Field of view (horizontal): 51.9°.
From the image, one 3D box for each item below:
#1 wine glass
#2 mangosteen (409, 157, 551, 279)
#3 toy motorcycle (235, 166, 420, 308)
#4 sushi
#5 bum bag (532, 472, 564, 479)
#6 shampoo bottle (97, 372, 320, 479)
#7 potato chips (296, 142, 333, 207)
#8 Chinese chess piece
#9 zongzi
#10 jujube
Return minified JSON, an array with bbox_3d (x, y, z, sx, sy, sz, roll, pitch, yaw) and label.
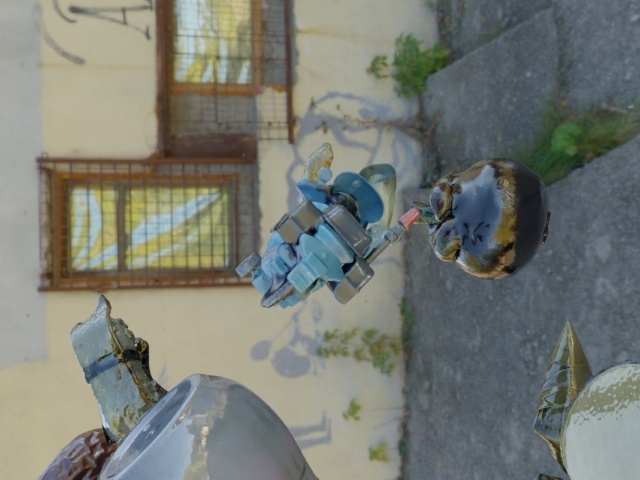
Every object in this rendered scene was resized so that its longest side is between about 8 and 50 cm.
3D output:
[{"bbox_3d":[0.115,-0.067,1.263,0.073,0.073,0.155,-106,5,-53],"label":"wine glass"},{"bbox_3d":[0.348,-0.049,1.421,0.233,0.287,0.287,30,-134,-51],"label":"mangosteen"},{"bbox_3d":[0.000,0.000,0.727,0.123,0.182,0.272,47,178,-7],"label":"toy motorcycle"},{"bbox_3d":[-0.353,0.218,1.123,0.109,0.134,0.273,52,-160,-82],"label":"sushi"},{"bbox_3d":[0.511,0.671,1.599,0.102,0.248,0.069,41,162,8],"label":"bum bag"},{"bbox_3d":[-0.156,0.356,0.955,0.266,0.273,0.273,48,175,-11],"label":"shampoo bottle"},{"bbox_3d":[-0.025,-0.037,1.552,0.057,0.080,0.407,52,146,45],"label":"potato chips"},{"bbox_3d":[0.505,0.319,1.061,0.250,0.103,0.250,-56,13,20],"label":"Chinese chess piece"},{"bbox_3d":[0.600,0.378,1.529,0.274,0.145,0.300,53,-137,-39],"label":"zongzi"},{"bbox_3d":[-0.478,0.501,1.375,0.243,0.183,0.183,-36,-46,-59],"label":"jujube"}]
